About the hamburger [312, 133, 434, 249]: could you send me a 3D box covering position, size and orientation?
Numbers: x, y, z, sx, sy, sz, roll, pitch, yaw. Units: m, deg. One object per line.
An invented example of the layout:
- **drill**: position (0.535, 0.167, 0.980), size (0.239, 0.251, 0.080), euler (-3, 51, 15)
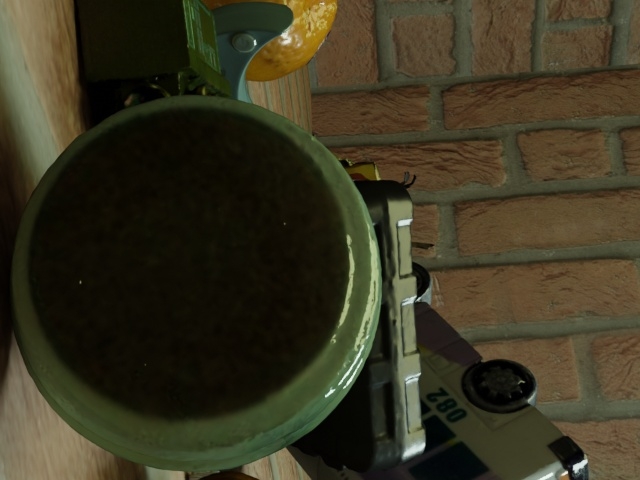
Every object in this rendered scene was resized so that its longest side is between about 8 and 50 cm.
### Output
- **hamburger**: position (0.000, 0.000, 1.539), size (0.138, 0.262, 0.243), euler (-49, 136, -58)

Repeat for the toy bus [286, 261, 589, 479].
- **toy bus**: position (0.096, 0.222, 1.613), size (0.440, 0.249, 0.209), euler (45, -31, 40)

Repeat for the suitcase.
- **suitcase**: position (-0.035, 0.051, 1.018), size (0.285, 0.066, 0.206), euler (7, -77, 53)

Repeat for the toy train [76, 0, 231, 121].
- **toy train**: position (-0.113, -0.122, 0.997), size (0.225, 0.090, 0.137), euler (-14, 96, -87)

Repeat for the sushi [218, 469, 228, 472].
- **sushi**: position (-0.055, 0.099, 1.416), size (0.231, 0.047, 0.219), euler (-32, 130, -35)

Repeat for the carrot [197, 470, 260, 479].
- **carrot**: position (-0.059, 0.232, 0.952), size (0.225, 0.159, 0.159), euler (-93, 178, -71)

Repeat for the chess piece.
- **chess piece**: position (-0.074, 0.048, 0.808), size (0.299, 0.194, 0.194), euler (111, -24, -75)

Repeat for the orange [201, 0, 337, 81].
- **orange**: position (-0.064, -0.250, 1.374), size (0.177, 0.155, 0.177), euler (-48, 156, -29)

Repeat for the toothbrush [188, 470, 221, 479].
- **toothbrush**: position (-0.101, 0.269, 1.363), size (0.307, 0.029, 0.025), euler (85, 13, -68)

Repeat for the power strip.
- **power strip**: position (-0.079, -0.139, 1.218), size (0.216, 0.137, 0.044), euler (76, 15, -45)
